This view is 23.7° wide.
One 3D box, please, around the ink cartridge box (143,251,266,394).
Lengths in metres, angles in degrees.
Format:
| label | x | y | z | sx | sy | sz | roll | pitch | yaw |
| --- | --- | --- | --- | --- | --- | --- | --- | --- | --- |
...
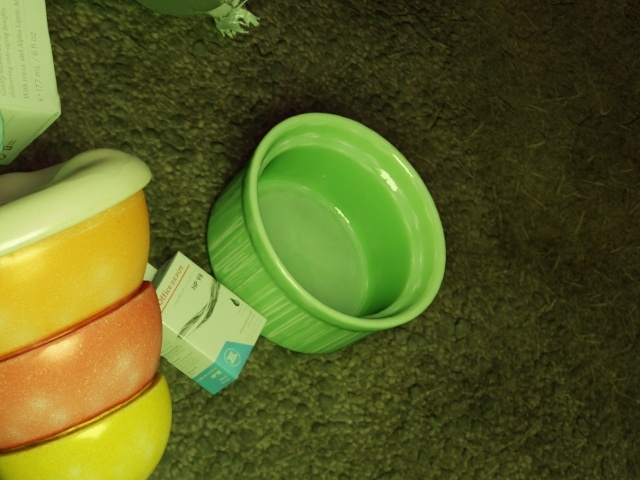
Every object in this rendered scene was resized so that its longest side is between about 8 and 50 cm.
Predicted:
| label | x | y | z | sx | sy | sz | roll | pitch | yaw |
| --- | --- | --- | --- | --- | --- | --- | --- | --- | --- |
| ink cartridge box | -0.167 | 0.091 | 1.867 | 0.180 | 0.060 | 0.104 | 38 | 49 | -14 |

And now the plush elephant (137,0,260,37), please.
| label | x | y | z | sx | sy | sz | roll | pitch | yaw |
| --- | --- | --- | --- | --- | --- | --- | --- | --- | --- |
| plush elephant | -0.177 | -0.446 | 2.039 | 0.330 | 0.272 | 0.255 | 27 | 60 | -60 |

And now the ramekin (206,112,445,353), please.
| label | x | y | z | sx | sy | sz | roll | pitch | yaw |
| --- | --- | --- | --- | --- | --- | --- | --- | --- | --- |
| ramekin | 0.000 | 0.000 | 1.986 | 0.303 | 0.148 | 0.303 | 18 | 56 | -29 |

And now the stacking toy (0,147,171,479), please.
| label | x | y | z | sx | sy | sz | roll | pitch | yaw |
| --- | --- | --- | --- | --- | --- | --- | --- | --- | --- |
| stacking toy | -0.276 | 0.169 | 1.637 | 0.350 | 0.350 | 0.480 | -31 | 105 | -44 |

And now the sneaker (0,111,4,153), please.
| label | x | y | z | sx | sy | sz | roll | pitch | yaw |
| --- | --- | --- | --- | --- | --- | --- | --- | --- | --- |
| sneaker | -0.500 | -0.058 | 1.608 | 0.366 | 0.150 | 0.135 | -23 | 48 | -6 |

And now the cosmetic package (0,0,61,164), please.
| label | x | y | z | sx | sy | sz | roll | pitch | yaw |
| --- | --- | --- | --- | --- | --- | --- | --- | --- | --- |
| cosmetic package | -0.510 | -0.225 | 1.721 | 0.385 | 0.156 | 0.217 | 4 | 65 | -37 |
